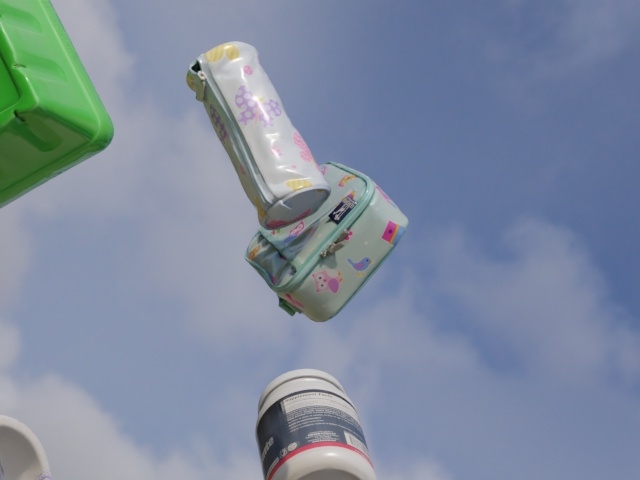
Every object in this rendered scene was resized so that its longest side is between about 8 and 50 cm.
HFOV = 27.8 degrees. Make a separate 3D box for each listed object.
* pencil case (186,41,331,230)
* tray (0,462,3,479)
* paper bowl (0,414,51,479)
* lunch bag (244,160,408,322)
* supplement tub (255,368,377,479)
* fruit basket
[{"bbox_3d":[-0.090,-0.149,1.827,0.273,0.113,0.124,61,14,16],"label":"pencil case"},{"bbox_3d":[-0.485,0.424,1.687,0.076,0.411,0.203,-2,-42,-3],"label":"tray"},{"bbox_3d":[-0.609,0.436,2.207,0.148,0.284,0.284,-3,-54,36],"label":"paper bowl"},{"bbox_3d":[0.000,0.000,1.916,0.108,0.224,0.279,45,-2,-19],"label":"lunch bag"},{"bbox_3d":[-0.013,0.372,2.280,0.272,0.191,0.191,-108,176,-59],"label":"supplement tub"},{"bbox_3d":[-0.477,-0.226,1.857,0.392,0.283,0.392,60,5,-10],"label":"fruit basket"}]
